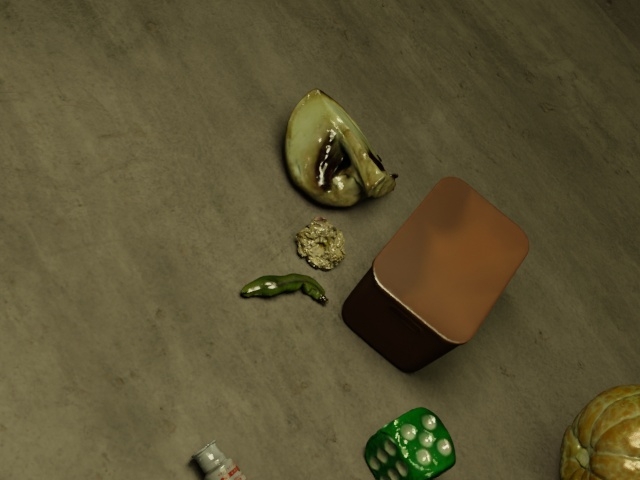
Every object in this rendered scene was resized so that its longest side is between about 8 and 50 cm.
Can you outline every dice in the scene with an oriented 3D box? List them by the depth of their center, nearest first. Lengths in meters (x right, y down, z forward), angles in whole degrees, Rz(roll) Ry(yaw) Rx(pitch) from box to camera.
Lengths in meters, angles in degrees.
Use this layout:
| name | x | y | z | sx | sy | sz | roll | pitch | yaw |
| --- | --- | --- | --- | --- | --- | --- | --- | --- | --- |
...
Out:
| name | x | y | z | sx | sy | sz | roll | pitch | yaw |
| --- | --- | --- | --- | --- | --- | --- | --- | --- | --- |
| dice | 0.168 | 0.402 | 1.572 | 0.120 | 0.128 | 0.131 | -17 | 67 | -36 |

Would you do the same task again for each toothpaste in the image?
| name | x | y | z | sx | sy | sz | roll | pitch | yaw |
| --- | --- | --- | --- | --- | --- | --- | --- | --- | --- |
| toothpaste | -0.135 | 0.453 | 1.425 | 0.089 | 0.057 | 0.234 | -31 | 83 | -42 |

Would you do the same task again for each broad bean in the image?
| name | x | y | z | sx | sy | sz | roll | pitch | yaw |
| --- | --- | --- | --- | --- | --- | --- | --- | --- | --- |
| broad bean | -0.072 | 0.094 | 1.722 | 0.195 | 0.046 | 0.061 | 9 | 51 | -25 |

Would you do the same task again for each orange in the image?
| name | x | y | z | sx | sy | sz | roll | pitch | yaw |
| --- | --- | --- | --- | --- | --- | --- | --- | --- | --- |
| orange | 0.629 | 0.451 | 1.661 | 0.249 | 0.329 | 0.329 | 9 | 53 | -13 |

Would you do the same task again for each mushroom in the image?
| name | x | y | z | sx | sy | sz | roll | pitch | yaw |
| --- | --- | --- | --- | --- | --- | --- | --- | --- | --- |
| mushroom | 0.049 | -0.178 | 1.945 | 0.292 | 0.212 | 0.217 | 43 | 4 | 19 |

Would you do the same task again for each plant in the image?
| name | x | y | z | sx | sy | sz | roll | pitch | yaw |
| --- | --- | --- | --- | --- | --- | --- | --- | --- | --- |
| plant | 0.000 | 0.000 | 1.827 | 0.117 | 0.104 | 0.122 | 62 | 5 | -24 |

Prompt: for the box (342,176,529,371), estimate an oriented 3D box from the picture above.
| name | x | y | z | sx | sy | sz | roll | pitch | yaw |
| --- | --- | --- | --- | --- | --- | --- | --- | --- | --- |
| box | 0.232 | 0.079 | 1.746 | 0.239 | 0.229 | 0.339 | 40 | 57 | 3 |
